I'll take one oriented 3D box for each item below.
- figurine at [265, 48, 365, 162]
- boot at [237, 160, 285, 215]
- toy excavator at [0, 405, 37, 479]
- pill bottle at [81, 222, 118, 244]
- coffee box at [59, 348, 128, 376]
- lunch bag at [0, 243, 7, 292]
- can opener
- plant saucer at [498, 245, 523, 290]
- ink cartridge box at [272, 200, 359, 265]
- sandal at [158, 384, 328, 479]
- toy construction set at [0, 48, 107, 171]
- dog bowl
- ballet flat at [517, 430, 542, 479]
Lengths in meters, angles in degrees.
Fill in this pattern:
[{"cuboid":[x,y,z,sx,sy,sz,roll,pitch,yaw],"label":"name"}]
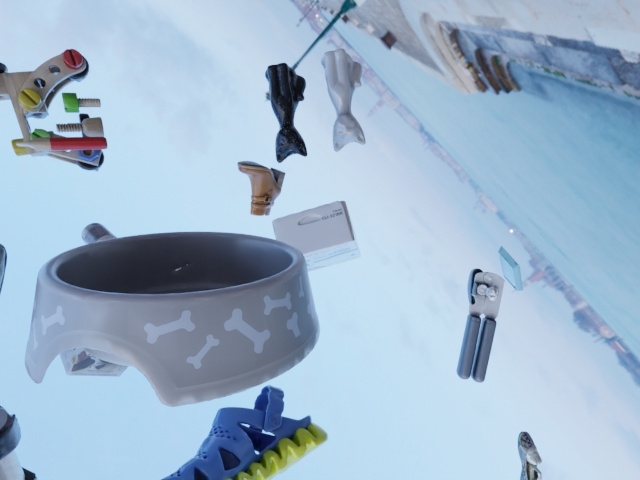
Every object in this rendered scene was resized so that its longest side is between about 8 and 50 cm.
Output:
[{"cuboid":[-0.008,-0.285,0.880,0.092,0.215,0.209,26,-122,-73],"label":"figurine"},{"cuboid":[-0.187,-0.149,1.202,0.073,0.152,0.197,28,-168,34],"label":"boot"},{"cuboid":[-0.813,0.425,0.678,0.433,0.222,0.445,20,-152,29],"label":"toy excavator"},{"cuboid":[-0.670,0.006,1.241,0.137,0.078,0.078,30,-171,32],"label":"pill bottle"},{"cuboid":[-0.555,0.235,1.131,0.119,0.297,0.168,46,-176,30],"label":"coffee box"},{"cuboid":[-0.943,0.078,0.904,0.256,0.212,0.305,13,-174,2],"label":"lunch bag"},{"cuboid":[0.402,0.213,1.019,0.074,0.280,0.093,11,176,4],"label":"can opener"},{"cuboid":[0.487,0.078,1.033,0.192,0.018,0.067,44,-167,-53],"label":"plant saucer"},{"cuboid":[0.000,0.000,1.125,0.273,0.197,0.114,52,-157,-75],"label":"ink cartridge box"},{"cuboid":[-0.137,0.331,0.641,0.317,0.126,0.138,-3,-128,-49],"label":"sandal"},{"cuboid":[-0.572,-0.244,0.798,0.237,0.257,0.309,-10,-149,-30],"label":"toy construction set"},{"cuboid":[-0.173,0.066,0.518,0.349,0.102,0.349,2,-167,0],"label":"dog bowl"},{"cuboid":[0.402,0.424,0.765,0.041,0.041,0.114,-11,-82,-66],"label":"ballet flat"}]
